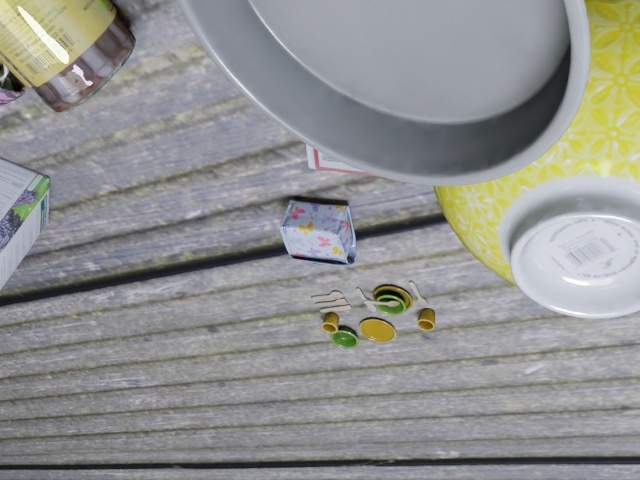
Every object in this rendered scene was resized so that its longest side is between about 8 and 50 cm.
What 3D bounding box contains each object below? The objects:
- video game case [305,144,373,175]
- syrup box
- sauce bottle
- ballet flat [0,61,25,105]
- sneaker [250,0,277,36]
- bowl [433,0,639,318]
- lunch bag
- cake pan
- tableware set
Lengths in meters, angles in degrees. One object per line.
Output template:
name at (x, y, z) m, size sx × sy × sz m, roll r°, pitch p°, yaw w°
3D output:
video game case at (0.119, -0.129, 0.689) m, size 0.285 × 0.025 × 0.204 m, roll 8°, pitch 138°, yaw 14°
syrup box at (-0.410, 0.017, 0.898) m, size 0.096 × 0.237 × 0.093 m, roll 22°, pitch 139°, yaw -2°
sauce bottle at (-0.299, -0.264, 0.639) m, size 0.111 × 0.111 × 0.344 m, roll -14°, pitch 130°, yaw 33°
ballet flat at (-0.351, -0.222, 0.744) m, size 0.079 × 0.077 × 0.222 m, roll -12°, pitch 134°, yaw 9°
sneaker at (-0.003, -0.225, 0.597) m, size 0.073 × 0.063 × 0.162 m, roll 15°, pitch 131°, yaw -3°
bowl at (0.214, -0.034, 0.617) m, size 0.289 × 0.156 × 0.289 m, roll 12°, pitch 139°, yaw 10°
lunch bag at (0.000, 0.000, 0.860) m, size 0.071 × 0.053 × 0.083 m, roll 8°, pitch 147°, yaw 16°
cake pan at (0.033, -0.153, 0.504) m, size 0.293 × 0.054 × 0.293 m, roll 24°, pitch 152°, yaw 14°
tableware set at (0.067, 0.099, 0.965) m, size 0.154 × 0.024 × 0.104 m, roll -11°, pitch 131°, yaw 30°
